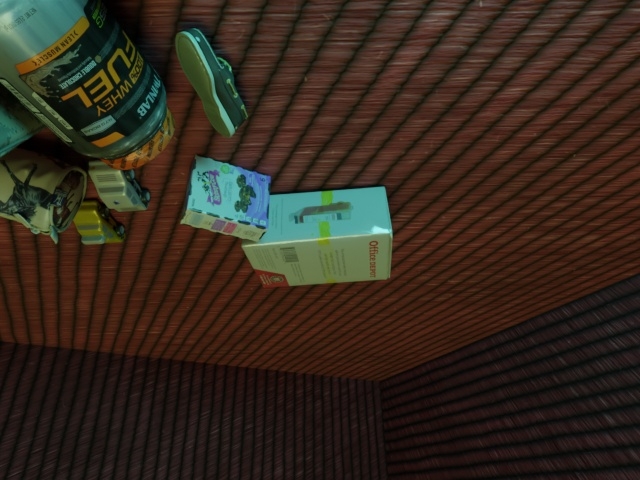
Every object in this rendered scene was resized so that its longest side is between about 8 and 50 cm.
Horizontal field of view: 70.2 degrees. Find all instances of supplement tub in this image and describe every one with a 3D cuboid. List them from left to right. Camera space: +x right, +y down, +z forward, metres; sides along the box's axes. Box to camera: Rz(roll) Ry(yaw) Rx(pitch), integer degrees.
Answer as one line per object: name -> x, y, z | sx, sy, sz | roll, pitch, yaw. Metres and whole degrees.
supplement tub -> -0.401, -0.283, 0.753 | 0.207, 0.207, 0.338 | -9, 149, 13

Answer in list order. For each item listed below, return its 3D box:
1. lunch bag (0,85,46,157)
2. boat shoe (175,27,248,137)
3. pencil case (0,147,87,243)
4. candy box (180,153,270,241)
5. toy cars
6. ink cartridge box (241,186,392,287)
lunch bag -> -0.627, -0.202, 0.710 | 0.256, 0.305, 0.213 | -22, 120, 7
boat shoe -> -0.201, -0.303, 0.866 | 0.081, 0.069, 0.228 | 31, 156, 27
pencil case -> -0.749, -0.134, 0.987 | 0.410, 0.184, 0.160 | 15, 143, -14
candy box -> -0.226, -0.101, 1.106 | 0.196, 0.165, 0.070 | 14, 146, -24
toy cars -> -0.571, -0.073, 1.217 | 0.176, 0.087, 0.393 | 20, 143, -32
ink cartridge box -> 0.000, 0.000, 1.290 | 0.384, 0.160, 0.279 | -4, 150, 4
